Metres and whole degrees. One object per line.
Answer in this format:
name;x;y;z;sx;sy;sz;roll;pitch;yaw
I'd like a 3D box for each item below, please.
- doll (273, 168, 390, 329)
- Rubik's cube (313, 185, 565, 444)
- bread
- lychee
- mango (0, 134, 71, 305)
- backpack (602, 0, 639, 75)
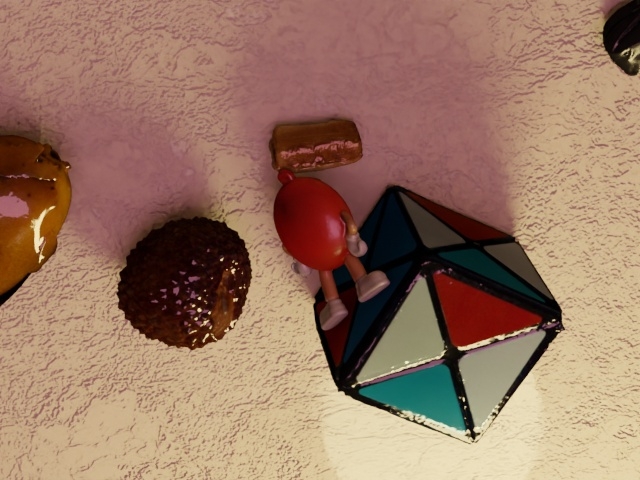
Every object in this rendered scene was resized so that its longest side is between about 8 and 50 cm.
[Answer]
doll;0.000;0.000;1.937;0.217;0.085;0.183;59;140;8
Rubik's cube;0.160;0.104;2.009;0.250;0.246;0.248;23;111;-20
bread;-0.006;-0.131;1.955;0.132;0.074;0.053;-9;129;-6
lychee;-0.196;0.059;1.972;0.188;0.188;0.188;-4;118;-8
mango;-0.456;-0.027;1.884;0.287;0.152;0.201;-39;120;11
backpack;0.476;-0.293;1.936;0.165;0.120;0.106;-30;116;25
